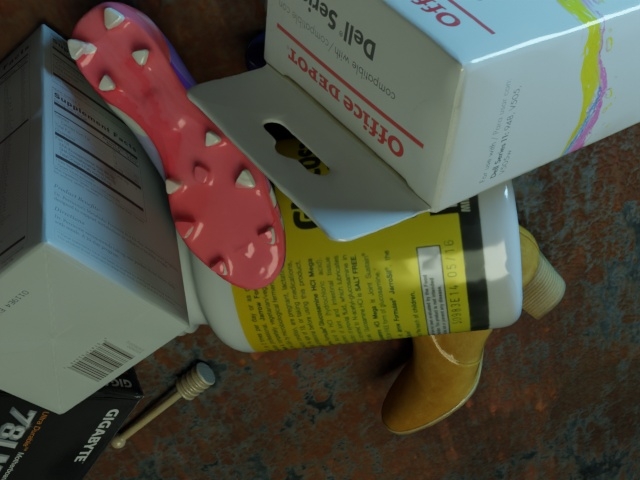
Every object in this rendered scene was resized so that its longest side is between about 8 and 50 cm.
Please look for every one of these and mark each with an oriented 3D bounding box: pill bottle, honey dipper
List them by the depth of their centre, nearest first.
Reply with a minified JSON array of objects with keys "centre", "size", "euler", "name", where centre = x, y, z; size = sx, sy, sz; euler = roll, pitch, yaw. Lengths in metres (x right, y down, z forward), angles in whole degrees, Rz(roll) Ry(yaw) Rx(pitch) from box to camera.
[{"centre":[0.000,0.000,0.819],"size":[0.334,0.188,0.188],"euler":[-7,136,7],"name":"pill bottle"},{"centre":[-0.189,0.197,1.076],"size":[0.160,0.030,0.030],"euler":[-38,134,18],"name":"honey dipper"}]

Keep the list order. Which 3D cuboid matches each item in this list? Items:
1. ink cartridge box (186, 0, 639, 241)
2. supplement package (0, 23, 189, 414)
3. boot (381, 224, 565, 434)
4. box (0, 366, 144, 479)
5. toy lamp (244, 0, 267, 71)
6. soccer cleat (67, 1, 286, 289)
[{"centre":[0.101,-0.151,0.660],"size":[0.353,0.207,0.119],"euler":[-24,141,-29],"name":"ink cartridge box"},{"centre":[-0.203,-0.021,0.702],"size":[0.139,0.244,0.134],"euler":[-34,135,19],"name":"supplement package"},{"centre":[0.121,0.084,1.052],"size":[0.295,0.104,0.211],"euler":[-45,127,15],"name":"boot"},{"centre":[-0.384,0.222,0.973],"size":[0.293,0.073,0.295],"euler":[14,126,-39],"name":"box"},{"centre":[-0.034,-0.209,0.715],"size":[0.080,0.080,0.275],"euler":[-17,136,-6],"name":"toy lamp"},{"centre":[-0.100,-0.076,0.715],"size":[0.083,0.095,0.248],"euler":[-35,94,13],"name":"soccer cleat"}]
